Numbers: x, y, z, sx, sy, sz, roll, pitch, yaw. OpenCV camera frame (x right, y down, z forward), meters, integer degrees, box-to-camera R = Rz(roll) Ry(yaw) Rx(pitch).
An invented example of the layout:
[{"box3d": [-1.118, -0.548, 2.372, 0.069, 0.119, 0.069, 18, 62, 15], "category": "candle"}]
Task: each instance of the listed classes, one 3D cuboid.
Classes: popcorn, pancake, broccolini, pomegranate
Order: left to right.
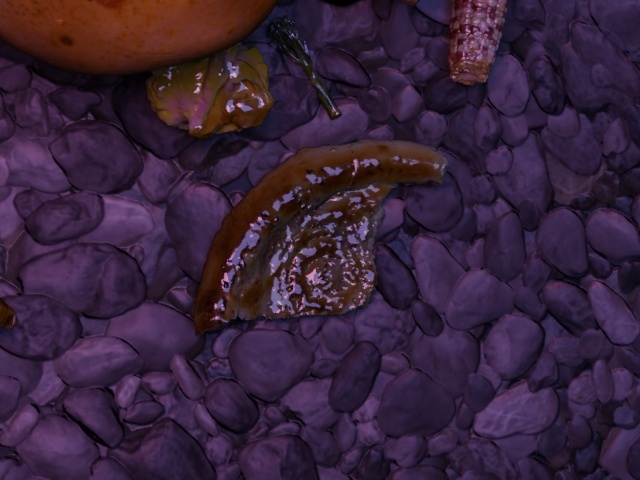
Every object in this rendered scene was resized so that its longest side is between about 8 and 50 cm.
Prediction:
[{"box3d": [-0.210, -0.369, 1.425, 0.416, 0.416, 0.417, 2, 85, -17], "category": "pomegranate"}, {"box3d": [-0.127, -0.177, 1.595, 0.145, 0.126, 0.126, 29, 103, -29], "category": "popcorn"}, {"box3d": [-0.020, -0.202, 1.677, 0.035, 0.030, 0.140, -30, 99, -9], "category": "broccolini"}, {"box3d": [0.001, -0.001, 1.651, 0.376, 0.054, 0.197, -41, 99, -15], "category": "pancake"}]

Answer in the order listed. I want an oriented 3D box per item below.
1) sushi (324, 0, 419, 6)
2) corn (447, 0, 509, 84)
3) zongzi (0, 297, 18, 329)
[{"box3d": [0.054, -0.394, 1.614, 0.238, 0.219, 0.225, 18, 84, -15], "category": "sushi"}, {"box3d": [0.199, -0.308, 1.726, 0.079, 0.079, 0.237, 10, 84, -17], "category": "corn"}, {"box3d": [-0.443, -0.044, 1.468, 0.288, 0.134, 0.286, 8, 88, -17], "category": "zongzi"}]
